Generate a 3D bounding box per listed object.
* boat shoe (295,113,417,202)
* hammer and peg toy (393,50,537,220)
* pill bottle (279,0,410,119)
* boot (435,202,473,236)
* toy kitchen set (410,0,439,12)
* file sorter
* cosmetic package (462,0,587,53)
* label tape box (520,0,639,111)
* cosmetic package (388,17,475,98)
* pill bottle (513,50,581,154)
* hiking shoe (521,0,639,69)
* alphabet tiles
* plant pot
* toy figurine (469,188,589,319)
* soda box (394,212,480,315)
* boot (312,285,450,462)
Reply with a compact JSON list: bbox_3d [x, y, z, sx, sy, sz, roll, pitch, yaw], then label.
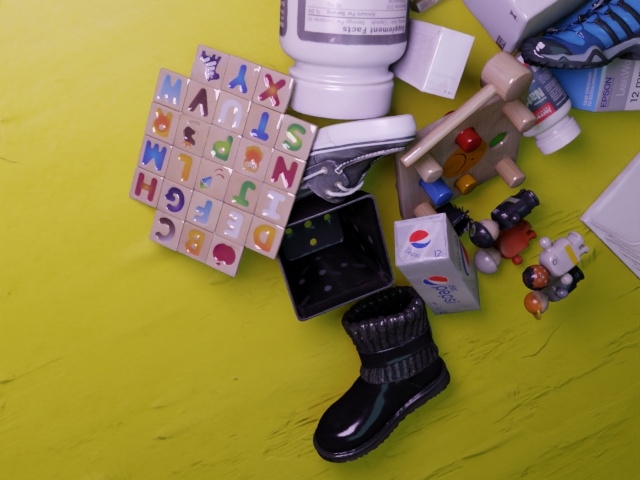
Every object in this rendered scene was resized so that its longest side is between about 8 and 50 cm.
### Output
[{"bbox_3d":[0.025,-0.121,1.153,0.121,0.335,0.119,-13,92,-43],"label":"boat shoe"},{"bbox_3d":[0.234,-0.174,1.219,0.266,0.127,0.361,-29,152,-4],"label":"hammer and peg toy"},{"bbox_3d":[0.039,-0.383,1.093,0.204,0.204,0.360,-4,115,-18],"label":"pill bottle"},{"bbox_3d":[0.234,-0.025,1.385,0.121,0.099,0.045,-43,120,3],"label":"boot"},{"bbox_3d":[0.184,-0.440,1.196,0.075,0.068,0.083,-33,119,-3],"label":"toy kitchen set"},{"bbox_3d":[0.748,-0.017,1.529,0.278,0.173,0.193,36,97,-29],"label":"file sorter"},{"bbox_3d":[0.353,-0.439,1.178,0.184,0.151,0.151,-35,82,-2],"label":"cosmetic package"},{"bbox_3d":[0.556,-0.373,1.333,0.348,0.115,0.249,-6,115,-18],"label":"label tape box"},{"bbox_3d":[0.166,-0.304,1.151,0.061,0.239,0.098,9,110,-16],"label":"cosmetic package"},{"bbox_3d":[0.394,-0.253,1.301,0.108,0.108,0.180,-38,97,0],"label":"pill bottle"},{"bbox_3d":[0.476,-0.366,1.210,0.304,0.113,0.132,-12,107,-15],"label":"hiking shoe"},{"bbox_3d":[-0.166,-0.124,1.148,0.285,0.011,0.342,23,108,13],"label":"alphabet tiles"},{"bbox_3d":[0.000,0.000,1.276,0.188,0.167,0.188,-21,120,-10],"label":"plant pot"},{"bbox_3d":[0.403,0.031,1.392,0.148,0.209,0.213,-37,153,-6],"label":"toy figurine"},{"bbox_3d":[0.227,0.052,1.340,0.098,0.091,0.286,-10,153,21],"label":"soda box"},{"bbox_3d":[0.094,0.268,1.448,0.348,0.131,0.260,-37,127,-13],"label":"boot"}]
